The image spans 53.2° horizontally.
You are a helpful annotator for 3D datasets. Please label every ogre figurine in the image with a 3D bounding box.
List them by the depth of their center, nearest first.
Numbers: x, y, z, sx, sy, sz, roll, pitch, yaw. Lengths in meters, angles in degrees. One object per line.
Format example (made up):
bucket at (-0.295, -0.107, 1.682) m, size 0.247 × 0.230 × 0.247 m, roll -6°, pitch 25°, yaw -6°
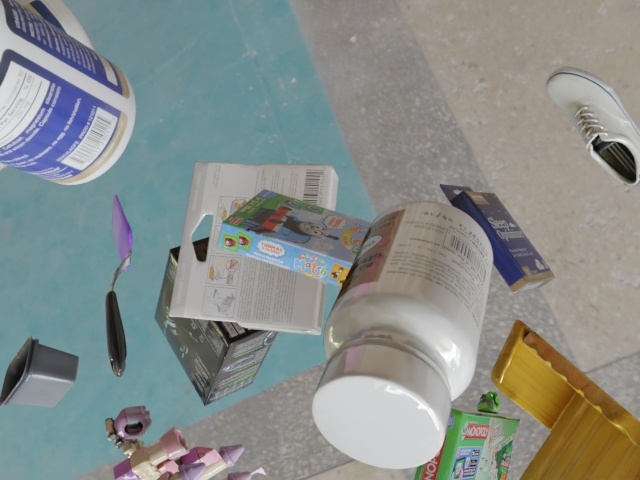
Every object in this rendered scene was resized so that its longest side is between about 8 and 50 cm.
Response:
ogre figurine at (0.309, 0.400, 1.233) m, size 0.097 × 0.118 × 0.196 m, roll 29°, pitch 101°, yaw 26°

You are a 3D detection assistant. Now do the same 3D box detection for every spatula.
spatula at (-0.269, 0.058, 0.849) m, size 0.296 × 0.031 × 0.084 m, roll -105°, pitch 27°, yaw -46°

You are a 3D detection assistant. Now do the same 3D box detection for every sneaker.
sneaker at (0.506, -0.208, 1.153) m, size 0.258 × 0.091 × 0.094 m, roll 45°, pitch 140°, yaw 4°

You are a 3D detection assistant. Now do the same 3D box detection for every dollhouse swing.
dollhouse swing at (0.373, 0.375, 0.988) m, size 0.305 × 0.315 × 0.347 m, roll -49°, pitch 26°, yaw 7°

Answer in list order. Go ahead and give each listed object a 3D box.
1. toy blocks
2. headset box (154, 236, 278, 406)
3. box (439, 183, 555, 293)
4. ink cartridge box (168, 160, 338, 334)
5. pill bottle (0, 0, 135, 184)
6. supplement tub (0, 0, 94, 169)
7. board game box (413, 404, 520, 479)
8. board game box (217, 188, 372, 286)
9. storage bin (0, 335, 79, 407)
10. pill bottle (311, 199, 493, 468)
toy blocks at (-0.300, 0.522, 1.476) m, size 0.260 × 0.288 × 0.309 m, roll -31°, pitch 35°, yaw -8°
headset box at (-0.226, 0.173, 1.344) m, size 0.246 × 0.131 × 0.283 m, roll 52°, pitch 141°, yaw 24°
box at (0.302, -0.016, 1.092) m, size 0.036 × 0.136 × 0.225 m, roll -44°, pitch 67°, yaw 30°
ink cartridge box at (-0.114, 0.008, 1.136) m, size 0.261 × 0.066 × 0.296 m, roll 4°, pitch 76°, yaw 13°
pill bottle at (-0.320, -0.159, 0.619) m, size 0.153 × 0.265 × 0.153 m, roll -5°, pitch 76°, yaw 22°
supplement tub at (-0.487, -0.202, 0.861) m, size 0.229 × 0.228 × 0.316 m, roll 20°, pitch 50°, yaw 30°
board game box at (0.214, 0.357, 0.943) m, size 0.046 × 0.317 × 0.213 m, roll 11°, pitch 80°, yaw 33°
board game box at (0.000, 0.000, 0.798) m, size 0.212 × 0.160 × 0.039 m, roll 18°, pitch 111°, yaw 6°
storage bin at (-0.486, 0.233, 1.113) m, size 0.135 × 0.091 × 0.098 m, roll -43°, pitch 39°, yaw 33°
pill bottle at (0.075, 0.074, 0.562) m, size 0.131 × 0.131 × 0.229 m, roll -8°, pitch 31°, yaw 26°
